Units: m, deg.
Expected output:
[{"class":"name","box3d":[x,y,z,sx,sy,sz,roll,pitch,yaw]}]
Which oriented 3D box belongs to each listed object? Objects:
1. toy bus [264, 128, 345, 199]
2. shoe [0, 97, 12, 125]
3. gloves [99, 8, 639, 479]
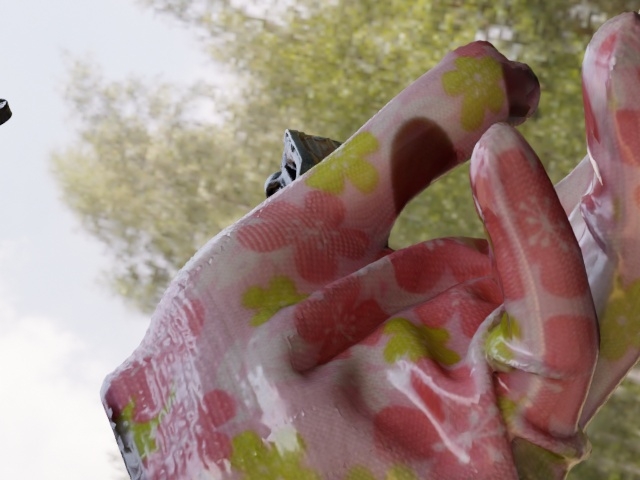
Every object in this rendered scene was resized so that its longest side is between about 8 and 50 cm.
[{"class":"toy bus","box3d":[0.000,0.000,1.199,0.103,0.091,0.182,5,-68,-14]},{"class":"shoe","box3d":[-0.363,-0.079,1.222,0.071,0.179,0.049,-112,6,-65]},{"class":"gloves","box3d":[0.049,0.014,0.428,0.241,0.145,0.126,-29,-80,-5]}]
